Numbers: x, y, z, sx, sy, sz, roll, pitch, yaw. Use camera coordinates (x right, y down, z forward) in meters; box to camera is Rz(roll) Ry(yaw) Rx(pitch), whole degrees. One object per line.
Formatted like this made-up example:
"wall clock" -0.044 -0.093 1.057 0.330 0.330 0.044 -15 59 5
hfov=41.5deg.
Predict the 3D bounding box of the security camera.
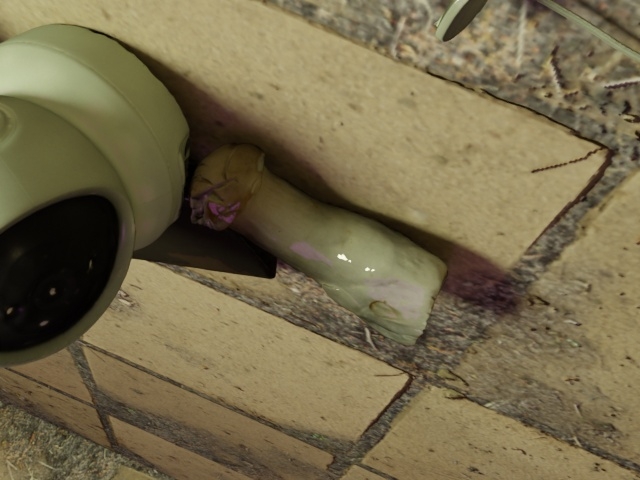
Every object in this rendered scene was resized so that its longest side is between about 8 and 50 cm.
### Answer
"security camera" -0.221 -0.024 0.600 0.195 0.236 0.194 16 133 18

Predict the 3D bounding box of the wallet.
"wallet" -0.201 -0.028 0.829 0.310 0.042 0.165 8 150 30

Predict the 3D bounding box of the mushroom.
"mushroom" -0.001 -0.001 0.673 0.223 0.081 0.092 32 -172 -6

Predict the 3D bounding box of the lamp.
"lamp" 0.153 -0.085 0.421 0.198 0.056 0.050 25 151 -9
